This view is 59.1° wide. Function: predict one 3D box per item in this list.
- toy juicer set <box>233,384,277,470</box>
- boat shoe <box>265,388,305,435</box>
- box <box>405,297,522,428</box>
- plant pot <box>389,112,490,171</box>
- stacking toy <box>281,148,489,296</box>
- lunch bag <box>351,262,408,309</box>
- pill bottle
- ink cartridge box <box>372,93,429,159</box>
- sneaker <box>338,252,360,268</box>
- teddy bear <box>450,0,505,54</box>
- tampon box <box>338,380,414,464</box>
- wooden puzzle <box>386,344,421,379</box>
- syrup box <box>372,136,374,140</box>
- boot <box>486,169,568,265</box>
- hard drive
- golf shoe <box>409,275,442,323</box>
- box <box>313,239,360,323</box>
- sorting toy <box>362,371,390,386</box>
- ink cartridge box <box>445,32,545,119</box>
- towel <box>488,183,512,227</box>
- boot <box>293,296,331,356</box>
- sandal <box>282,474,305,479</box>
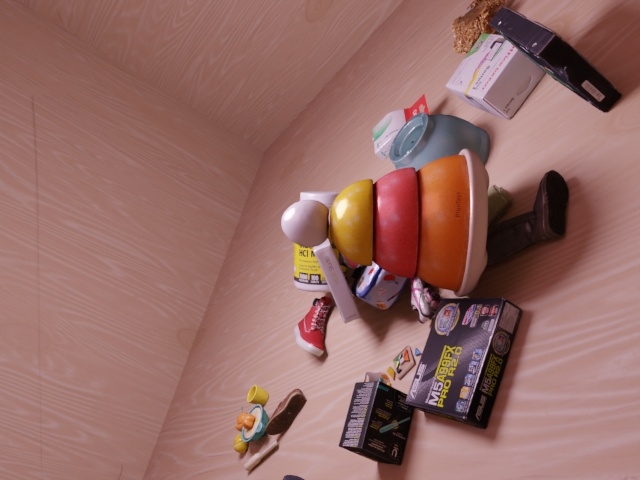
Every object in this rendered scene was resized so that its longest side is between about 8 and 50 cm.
[{"bbox_3d":[-0.253,0.673,1.984,0.209,0.089,0.329,-56,21,10],"label":"toy juicer set"},{"bbox_3d":[-0.115,0.562,1.857,0.178,0.064,0.060,-52,16,5],"label":"boat shoe"},{"bbox_3d":[0.313,0.261,1.255,0.216,0.060,0.270,-11,53,63],"label":"box"},{"bbox_3d":[0.335,-0.264,1.713,0.293,0.196,0.293,-48,24,30],"label":"plant pot"},{"bbox_3d":[0.144,-0.050,1.364,0.350,0.479,0.351,3,-90,-85],"label":"stacking toy"},{"bbox_3d":[0.188,0.071,1.644,0.243,0.114,0.303,-63,4,-1],"label":"lunch bag"},{"bbox_3d":[0.000,0.000,1.966,0.188,0.187,0.334,-158,67,-69],"label":"pill bottle"},{"bbox_3d":[0.278,-0.412,1.984,0.225,0.056,0.181,-45,25,31],"label":"ink cartridge box"},{"bbox_3d":[0.099,0.045,1.712,0.225,0.087,0.093,-85,0,-75],"label":"sneaker"},{"bbox_3d":[0.563,-0.774,2.023,0.245,0.113,0.338,-49,14,9],"label":"teddy bear"},{"bbox_3d":[0.136,0.434,1.349,0.101,0.120,0.161,-26,39,56],"label":"tampon box"},{"bbox_3d":[0.215,0.318,1.475,0.116,0.014,0.079,-54,21,15],"label":"wooden puzzle"},{"bbox_3d":[0.286,-0.371,2.109,0.093,0.096,0.237,-54,21,9],"label":"syrup box"},{"bbox_3d":[0.467,-0.049,1.314,0.208,0.076,0.190,-39,26,58],"label":"boot"},{"bbox_3d":[0.561,-0.451,1.377,0.064,0.236,0.339,-51,22,22],"label":"hard drive"},{"bbox_3d":[0.265,0.143,1.513,0.086,0.067,0.186,-53,22,20],"label":"golf shoe"},{"bbox_3d":[0.039,0.097,1.725,0.058,0.233,0.322,-22,10,2],"label":"box"},{"bbox_3d":[0.136,0.382,1.484,0.083,0.075,0.045,-63,20,-6],"label":"sorting toy"},{"bbox_3d":[0.524,-0.498,1.693,0.201,0.117,0.278,-55,21,13],"label":"ink cartridge box"},{"bbox_3d":[0.430,-0.070,1.472,0.148,0.027,0.110,-53,22,17],"label":"towel"},{"bbox_3d":[-0.008,0.284,1.945,0.176,0.088,0.244,-57,17,4],"label":"boot"},{"bbox_3d":[-0.044,0.696,1.482,0.254,0.097,0.055,-178,104,-78],"label":"sandal"}]
